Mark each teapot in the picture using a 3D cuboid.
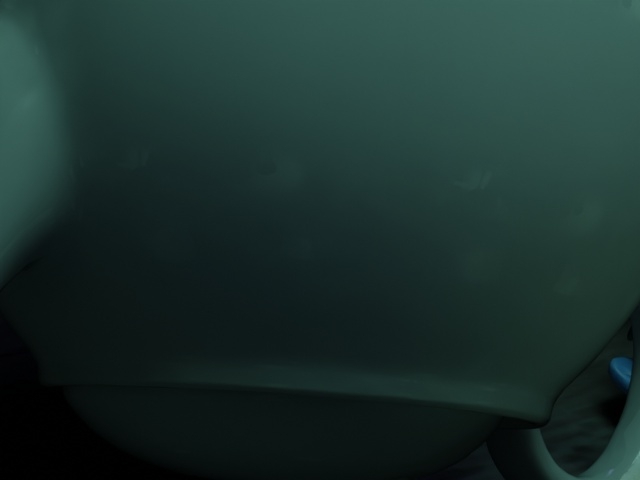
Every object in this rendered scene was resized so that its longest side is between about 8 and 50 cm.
[{"bbox_3d":[0.000,0.000,0.526,0.256,0.187,0.252,3,-7,5],"label":"teapot"}]

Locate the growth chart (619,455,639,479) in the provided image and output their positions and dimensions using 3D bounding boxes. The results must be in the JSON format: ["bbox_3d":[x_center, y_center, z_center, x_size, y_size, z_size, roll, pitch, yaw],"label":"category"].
[{"bbox_3d":[0.147,0.108,0.477,0.172,0.021,0.237,37,40,10],"label":"growth chart"}]

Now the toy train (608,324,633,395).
[{"bbox_3d":[0.183,0.069,0.644,0.105,0.080,0.184,20,18,-22],"label":"toy train"}]
